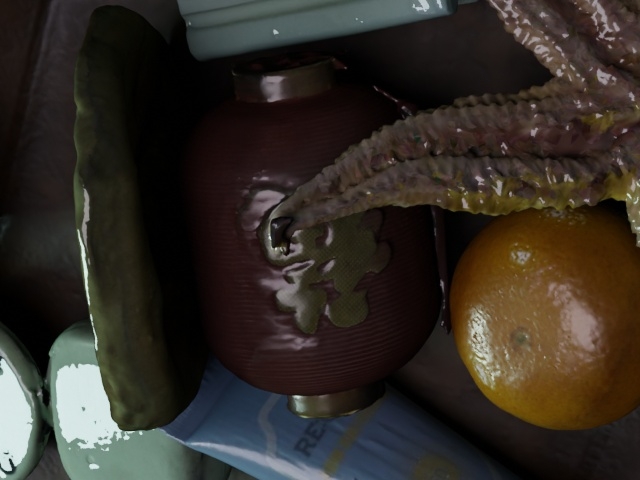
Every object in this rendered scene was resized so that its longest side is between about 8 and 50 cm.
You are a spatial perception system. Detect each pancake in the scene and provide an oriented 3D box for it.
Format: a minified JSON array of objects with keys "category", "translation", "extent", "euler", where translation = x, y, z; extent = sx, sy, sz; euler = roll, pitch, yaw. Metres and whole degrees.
[{"category":"pancake","translation":[-0.117,-0.014,1.330],"extent":[0.049,0.294,0.294],"euler":[-4,107,7]}]

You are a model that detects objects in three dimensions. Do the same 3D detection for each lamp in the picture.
[{"category":"lamp","translation":[0.000,0.000,1.331],"extent":[0.180,0.180,0.258],"euler":[-2,108,27]}]

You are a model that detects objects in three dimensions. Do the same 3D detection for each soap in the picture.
[{"category":"soap","translation":[-0.003,-0.195,1.322],"extent":[0.198,0.066,0.119],"euler":[-7,103,28]}]

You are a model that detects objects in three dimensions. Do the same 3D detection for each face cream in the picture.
[{"category":"face cream","translation":[0.077,0.181,1.399],"extent":[0.385,0.135,0.086],"euler":[32,157,11]}]

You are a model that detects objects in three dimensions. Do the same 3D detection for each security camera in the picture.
[{"category":"security camera","translation":[-0.204,0.123,1.529],"extent":[0.301,0.080,0.157],"euler":[6,113,28]}]

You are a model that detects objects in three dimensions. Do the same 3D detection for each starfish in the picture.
[{"category":"starfish","translation":[0.176,-0.094,1.195],"extent":[0.384,0.132,0.398],"euler":[9,96,-2]}]

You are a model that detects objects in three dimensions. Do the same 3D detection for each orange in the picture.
[{"category":"orange","translation":[0.162,0.046,1.295],"extent":[0.156,0.124,0.156],"euler":[12,110,35]}]
